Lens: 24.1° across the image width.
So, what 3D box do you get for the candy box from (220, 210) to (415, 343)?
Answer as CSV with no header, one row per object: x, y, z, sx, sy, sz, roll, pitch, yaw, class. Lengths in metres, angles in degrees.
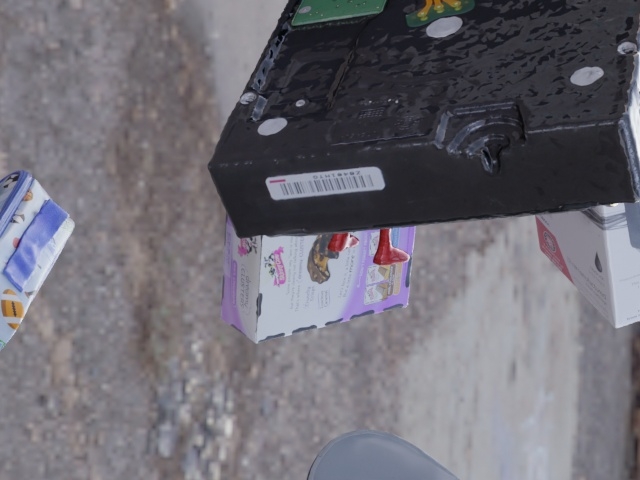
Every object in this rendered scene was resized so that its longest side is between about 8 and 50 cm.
0.000,0.000,1.513,0.196,0.070,0.164,-11,117,-35,candy box

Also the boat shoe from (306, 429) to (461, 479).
0.119,0.239,0.952,0.113,0.306,0.105,-55,164,-12,boat shoe

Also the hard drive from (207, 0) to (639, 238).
0.091,-0.132,0.910,0.339,0.237,0.064,-71,148,-47,hard drive

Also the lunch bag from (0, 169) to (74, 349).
-0.380,0.050,1.562,0.115,0.243,0.303,48,21,-19,lunch bag

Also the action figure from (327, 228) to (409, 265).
0.082,-0.129,1.421,0.139,0.091,0.280,-19,121,-55,action figure

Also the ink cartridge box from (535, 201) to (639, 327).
0.258,-0.055,1.362,0.158,0.092,0.218,-126,-161,-54,ink cartridge box
